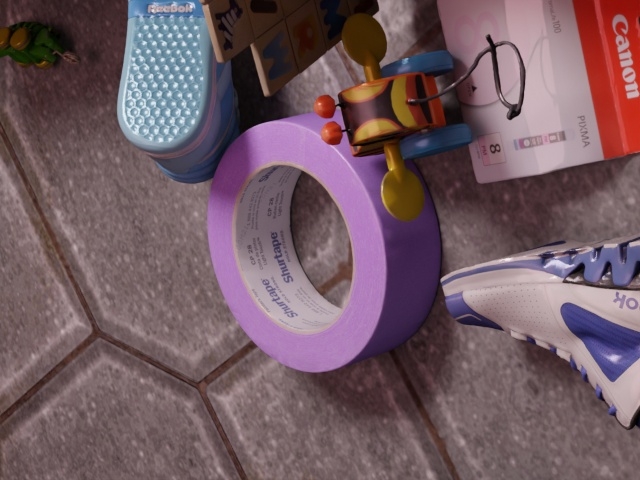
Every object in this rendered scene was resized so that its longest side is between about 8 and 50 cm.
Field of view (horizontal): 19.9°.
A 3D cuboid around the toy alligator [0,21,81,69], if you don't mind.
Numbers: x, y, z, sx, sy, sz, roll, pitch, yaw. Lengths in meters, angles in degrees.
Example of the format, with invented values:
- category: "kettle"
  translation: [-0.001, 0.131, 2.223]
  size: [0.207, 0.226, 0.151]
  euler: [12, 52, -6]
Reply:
- category: "toy alligator"
  translation: [-0.352, -0.250, 2.298]
  size: [0.190, 0.056, 0.051]
  euler: [9, 67, 45]

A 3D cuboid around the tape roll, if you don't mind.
- category: "tape roll"
  translation: [0.000, 0.000, 1.974]
  size: [0.275, 0.090, 0.274]
  euler: [15, 112, 42]

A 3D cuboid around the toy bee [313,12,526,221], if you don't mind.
- category: "toy bee"
  translation: [0.061, -0.133, 1.744]
  size: [0.298, 0.162, 0.195]
  euler: [109, 145, -62]

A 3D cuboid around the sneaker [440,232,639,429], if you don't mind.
- category: "sneaker"
  translation: [0.258, 0.089, 1.702]
  size: [0.316, 0.127, 0.182]
  euler: [-9, 93, 46]

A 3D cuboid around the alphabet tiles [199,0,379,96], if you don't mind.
- category: "alphabet tiles"
  translation: [-0.029, -0.308, 1.710]
  size: [0.011, 0.342, 0.285]
  euler: [0, 116, 32]

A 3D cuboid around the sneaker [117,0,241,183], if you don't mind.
- category: "sneaker"
  translation: [-0.142, -0.213, 2.038]
  size: [0.127, 0.208, 0.319]
  euler: [8, 72, 11]

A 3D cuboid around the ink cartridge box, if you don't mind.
- category: "ink cartridge box"
  translation: [0.225, -0.161, 1.718]
  size: [0.232, 0.066, 0.189]
  euler: [-8, 95, 51]
